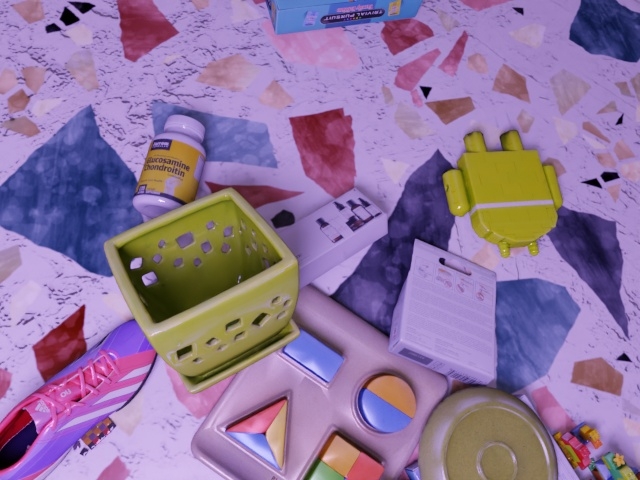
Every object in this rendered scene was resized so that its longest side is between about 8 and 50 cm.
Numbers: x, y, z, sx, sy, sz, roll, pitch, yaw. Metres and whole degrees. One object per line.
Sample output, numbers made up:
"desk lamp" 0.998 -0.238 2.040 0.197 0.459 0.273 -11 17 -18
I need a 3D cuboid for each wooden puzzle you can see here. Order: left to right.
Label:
"wooden puzzle" -0.367 0.302 0.852 0.049 0.006 0.083 44 71 8
"wooden puzzle" 0.011 0.284 0.876 0.322 0.080 0.347 34 70 4

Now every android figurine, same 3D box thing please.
"android figurine" 0.378 -0.096 1.075 0.249 0.056 0.272 -6 72 -11

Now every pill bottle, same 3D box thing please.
"pill bottle" -0.269 -0.132 0.965 0.103 0.103 0.184 11 70 -5

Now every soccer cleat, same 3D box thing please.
"soccer cleat" -0.379 0.242 0.806 0.109 0.116 0.318 38 70 17

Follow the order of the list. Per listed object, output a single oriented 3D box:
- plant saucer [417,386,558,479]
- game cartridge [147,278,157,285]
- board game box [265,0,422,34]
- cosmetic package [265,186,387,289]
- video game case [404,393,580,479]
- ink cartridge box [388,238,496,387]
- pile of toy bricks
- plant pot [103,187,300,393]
"plant saucer" 0.278 0.358 0.849 0.241 0.037 0.240 3 70 -8
"game cartridge" -0.288 0.101 0.929 0.056 0.017 0.083 40 70 10
"board game box" 0.032 -0.609 1.188 0.336 0.079 0.253 -12 74 -12
"cosmetic package" 0.000 0.000 0.965 0.239 0.060 0.099 -32 51 -18
"video game case" 0.313 0.439 0.878 0.244 0.061 0.269 -26 77 -17
"ink cartridge box" 0.232 0.131 0.977 0.189 0.066 0.232 23 47 -8
"pile of toy bricks" 0.505 0.406 0.894 0.118 0.105 0.212 -27 77 -16
"plant pot" -0.169 0.086 0.822 0.227 0.207 0.228 -27 47 -19
